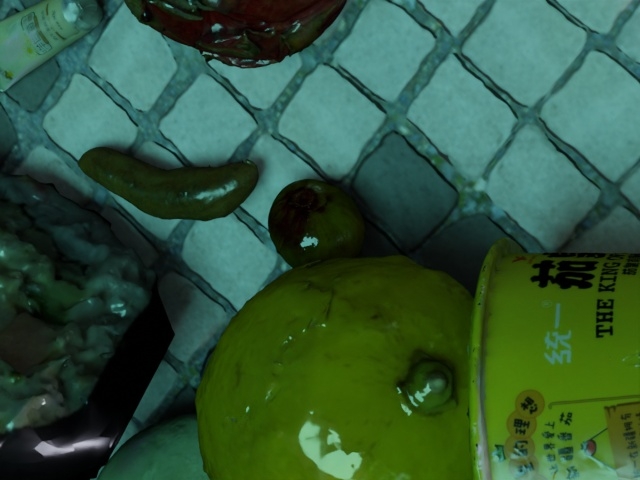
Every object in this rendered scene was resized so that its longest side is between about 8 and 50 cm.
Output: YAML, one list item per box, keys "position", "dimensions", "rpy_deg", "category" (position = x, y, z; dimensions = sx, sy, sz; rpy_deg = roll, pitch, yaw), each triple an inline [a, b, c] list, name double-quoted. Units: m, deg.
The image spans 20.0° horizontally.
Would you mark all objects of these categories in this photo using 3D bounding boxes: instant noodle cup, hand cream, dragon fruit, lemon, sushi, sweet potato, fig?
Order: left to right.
- position: [-0.308, 0.131, 1.578]
  dimensions: [0.329, 0.328, 0.285]
  rpy_deg: [18, 131, 5]
  category: "sushi"
- position: [-0.249, -0.180, 1.578]
  dimensions: [0.143, 0.039, 0.061]
  rpy_deg: [-24, 100, 36]
  category: "hand cream"
- position: [-0.135, -0.046, 1.564]
  dimensions: [0.182, 0.053, 0.054]
  rpy_deg: [9, 152, 26]
  category: "sweet potato"
- position: [-0.088, -0.232, 1.409]
  dimensions: [0.224, 0.148, 0.218]
  rpy_deg: [-24, 96, 31]
  category: "dragon fruit"
- position: [0.000, 0.000, 1.504]
  dimensions: [0.084, 0.082, 0.098]
  rpy_deg: [6, 140, 30]
  category: "fig"
- position: [0.027, 0.137, 1.422]
  dimensions: [0.284, 0.260, 0.260]
  rpy_deg: [-151, 47, -67]
  category: "lemon"
- position: [0.265, 0.145, 1.300]
  dimensions: [0.254, 0.325, 0.325]
  rpy_deg: [-6, 107, 18]
  category: "instant noodle cup"

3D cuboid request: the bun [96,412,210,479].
- position: [-0.103, 0.297, 1.603]
  dimensions: [0.283, 0.179, 0.283]
  rpy_deg: [11, 113, 26]
  category: "bun"
